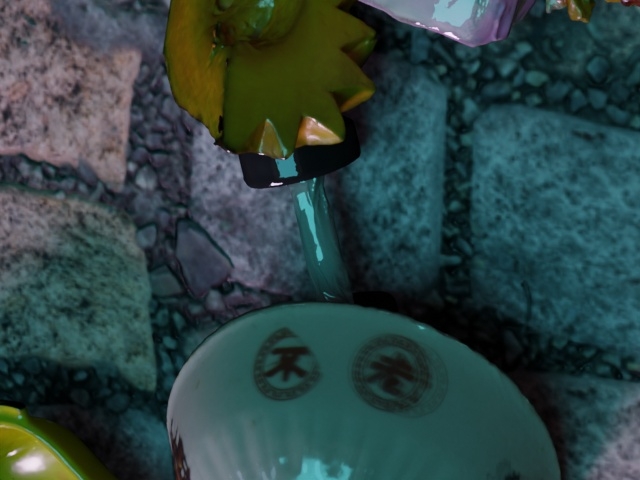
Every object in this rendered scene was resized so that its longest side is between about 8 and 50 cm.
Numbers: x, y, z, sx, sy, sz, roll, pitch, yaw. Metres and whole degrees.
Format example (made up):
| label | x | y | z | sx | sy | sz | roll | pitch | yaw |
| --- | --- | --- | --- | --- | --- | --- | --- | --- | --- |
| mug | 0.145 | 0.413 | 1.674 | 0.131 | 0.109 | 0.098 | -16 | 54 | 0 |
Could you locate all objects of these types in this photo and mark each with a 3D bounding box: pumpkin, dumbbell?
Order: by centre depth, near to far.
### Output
| label | x | y | z | sx | sy | sz | roll | pitch | yaw |
| --- | --- | --- | --- | --- | --- | --- | --- | --- | --- |
| pumpkin | -0.042 | -0.158 | 1.541 | 0.149 | 0.130 | 0.254 | -33 | 51 | 57 |
| dumbbell | 0.000 | 0.000 | 1.569 | 0.100 | 0.100 | 0.191 | -7 | 103 | 27 |

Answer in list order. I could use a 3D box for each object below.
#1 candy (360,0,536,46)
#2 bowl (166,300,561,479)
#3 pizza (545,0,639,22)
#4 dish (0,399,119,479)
| label | x | y | z | sx | sy | sz | roll | pitch | yaw |
| --- | --- | --- | --- | --- | --- | --- | --- | --- | --- |
| candy | 0.116 | -0.293 | 1.418 | 0.155 | 0.116 | 0.265 | 27 | 114 | 19 |
| bowl | 0.016 | 0.224 | 1.536 | 0.337 | 0.157 | 0.337 | 9 | 130 | 11 |
| pizza | 0.295 | -0.218 | 1.352 | 0.289 | 0.081 | 0.229 | -34 | 104 | 14 |
| dish | -0.244 | 0.262 | 1.758 | 0.221 | 0.108 | 0.262 | -38 | 90 | 26 |
